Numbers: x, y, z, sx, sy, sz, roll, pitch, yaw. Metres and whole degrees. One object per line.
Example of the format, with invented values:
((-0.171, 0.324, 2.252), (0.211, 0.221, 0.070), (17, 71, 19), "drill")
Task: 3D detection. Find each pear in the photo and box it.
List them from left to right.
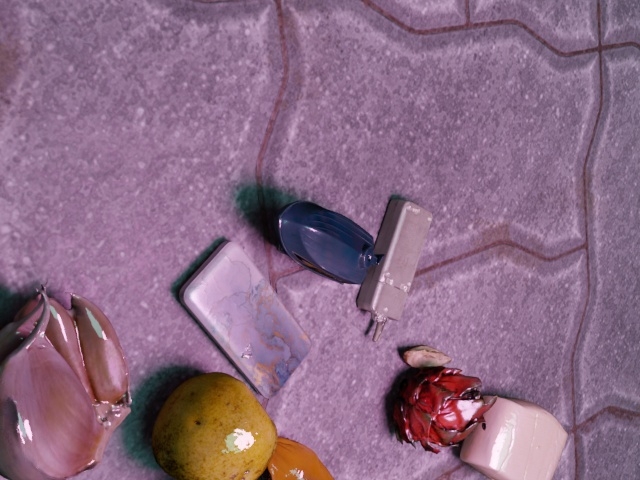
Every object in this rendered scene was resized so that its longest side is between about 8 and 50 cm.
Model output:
((-0.175, 0.317, 1.264), (0.197, 0.197, 0.197), (-6, 100, -38), "pear")

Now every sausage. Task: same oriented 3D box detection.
((-0.025, 0.471, 1.466), (0.112, 0.112, 0.328), (-44, 118, -25), "sausage")

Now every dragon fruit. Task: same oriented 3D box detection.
((0.245, 0.346, 1.617), (0.188, 0.182, 0.182), (-11, 104, -29), "dragon fruit")

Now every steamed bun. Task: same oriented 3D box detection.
((0.435, 0.461, 1.796), (0.250, 0.154, 0.200), (30, 75, -31), "steamed bun")

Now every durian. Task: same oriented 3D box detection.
((0.219, 0.251, 1.652), (0.130, 0.066, 0.052), (13, 88, -30), "durian")

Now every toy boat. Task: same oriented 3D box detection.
((-0.002, 0.000, 1.392), (0.296, 0.122, 0.114), (28, 75, -57), "toy boat")

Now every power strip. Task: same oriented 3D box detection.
((0.143, 0.063, 1.570), (0.093, 0.053, 0.288), (25, 81, -39), "power strip")

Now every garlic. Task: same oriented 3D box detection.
((-0.372, 0.206, 1.087), (0.237, 0.210, 0.292), (-40, 128, -20), "garlic")

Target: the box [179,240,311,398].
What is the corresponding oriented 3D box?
((-0.125, 0.143, 1.376), (0.142, 0.044, 0.285), (-51, 124, -26), "box")
